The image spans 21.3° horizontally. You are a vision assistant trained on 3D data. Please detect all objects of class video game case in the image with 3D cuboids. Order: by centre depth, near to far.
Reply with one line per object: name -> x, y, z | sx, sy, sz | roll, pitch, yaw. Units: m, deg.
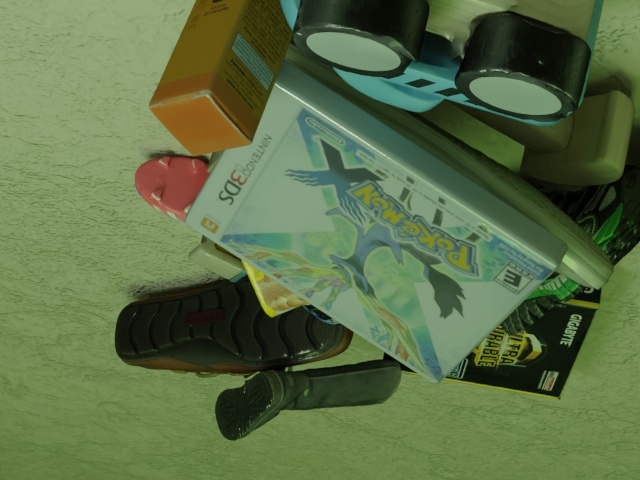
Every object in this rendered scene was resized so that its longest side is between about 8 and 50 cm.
video game case -> 0.044, -0.007, 1.714 | 0.329, 0.036, 0.300 | 33, 146, -3

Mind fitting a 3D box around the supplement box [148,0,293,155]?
supplement box -> -0.076, -0.193, 1.580 | 0.078, 0.233, 0.080 | -9, 139, 37

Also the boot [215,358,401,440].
boot -> -0.018, 0.212, 2.324 | 0.208, 0.076, 0.189 | -9, 167, -36

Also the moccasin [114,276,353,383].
moccasin -> -0.110, 0.136, 2.383 | 0.380, 0.139, 0.147 | -13, 159, 34

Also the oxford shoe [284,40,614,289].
oxford shoe -> 0.093, -0.061, 1.755 | 0.449, 0.130, 0.169 | 30, -174, 3

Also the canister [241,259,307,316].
canister -> 0.000, 0.000, 1.873 | 0.170, 0.126, 0.073 | -22, -173, 9

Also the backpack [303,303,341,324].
backpack -> 0.033, 0.005, 1.987 | 0.117, 0.173, 0.158 | 45, -175, 41

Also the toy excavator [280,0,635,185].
toy excavator -> 0.151, -0.190, 1.591 | 0.433, 0.222, 0.445 | 16, 168, -11

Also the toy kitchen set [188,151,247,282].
toy kitchen set -> -0.045, -0.058, 1.925 | 0.122, 0.166, 0.207 | 20, 153, -19

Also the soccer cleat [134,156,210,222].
soccer cleat -> -0.108, -0.040, 2.091 | 0.248, 0.083, 0.095 | 11, 159, -6

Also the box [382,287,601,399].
box -> 0.219, 0.101, 2.247 | 0.257, 0.079, 0.322 | 11, 154, 3

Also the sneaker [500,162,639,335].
sneaker -> 0.257, -0.006, 1.928 | 0.146, 0.134, 0.343 | 51, 148, 2
